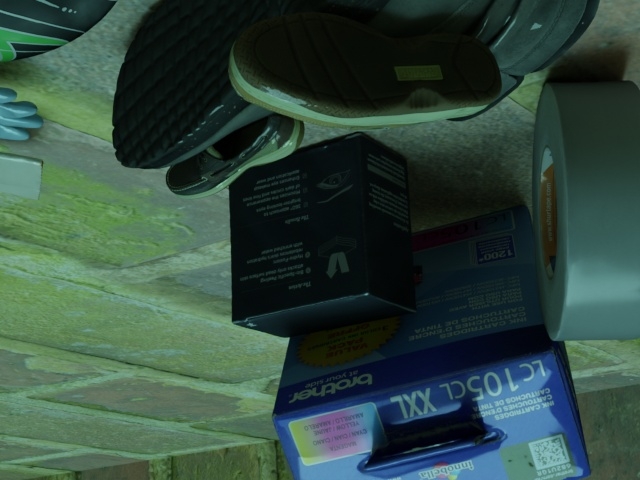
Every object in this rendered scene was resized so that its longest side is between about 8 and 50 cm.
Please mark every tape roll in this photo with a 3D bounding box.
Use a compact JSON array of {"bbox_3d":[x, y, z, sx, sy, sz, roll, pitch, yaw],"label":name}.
[{"bbox_3d":[0.227,-0.025,1.028,0.072,0.219,0.219,-2,162,2],"label":"tape roll"}]

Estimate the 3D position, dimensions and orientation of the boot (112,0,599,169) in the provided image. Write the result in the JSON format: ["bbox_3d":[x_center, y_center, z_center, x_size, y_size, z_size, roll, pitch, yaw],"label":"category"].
[{"bbox_3d":[0.017,-0.119,0.868,0.223,0.118,0.338,11,156,-40],"label":"boot"}]

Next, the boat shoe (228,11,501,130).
[{"bbox_3d":[0.021,-0.091,0.748,0.190,0.068,0.072,2,160,-33],"label":"boat shoe"}]

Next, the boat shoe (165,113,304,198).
[{"bbox_3d":[-0.085,-0.083,1.080,0.152,0.056,0.049,-26,148,30],"label":"boat shoe"}]

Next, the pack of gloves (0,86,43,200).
[{"bbox_3d":[-0.338,-0.110,0.996,0.232,0.046,0.195,12,159,-10],"label":"pack of gloves"}]

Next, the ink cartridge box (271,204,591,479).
[{"bbox_3d":[0.109,0.132,1.207,0.270,0.151,0.395,-16,-156,11],"label":"ink cartridge box"}]

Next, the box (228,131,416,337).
[{"bbox_3d":[0.000,0.000,1.168,0.156,0.158,0.093,-13,159,32],"label":"box"}]

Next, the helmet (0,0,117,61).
[{"bbox_3d":[-0.175,-0.168,0.622,0.169,0.169,0.161,6,177,-25],"label":"helmet"}]
